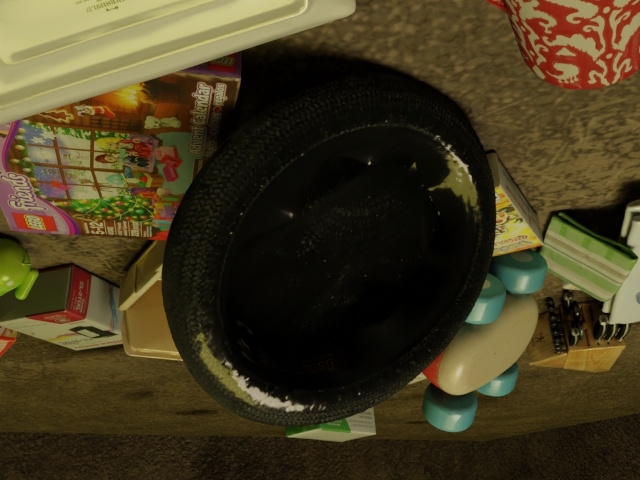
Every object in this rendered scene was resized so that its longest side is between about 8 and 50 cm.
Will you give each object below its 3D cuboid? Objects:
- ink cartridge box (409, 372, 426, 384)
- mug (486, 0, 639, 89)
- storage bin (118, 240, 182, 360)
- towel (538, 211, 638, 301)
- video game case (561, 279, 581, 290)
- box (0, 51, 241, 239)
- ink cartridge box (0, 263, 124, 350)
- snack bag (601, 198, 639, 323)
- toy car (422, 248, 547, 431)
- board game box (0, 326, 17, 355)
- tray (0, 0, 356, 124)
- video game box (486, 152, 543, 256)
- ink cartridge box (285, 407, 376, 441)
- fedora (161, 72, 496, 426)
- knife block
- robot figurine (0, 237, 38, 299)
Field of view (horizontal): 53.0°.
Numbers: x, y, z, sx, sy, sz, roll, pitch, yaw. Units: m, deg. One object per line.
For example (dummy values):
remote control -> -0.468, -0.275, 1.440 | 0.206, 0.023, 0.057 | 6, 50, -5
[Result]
ink cartridge box -> 0.111, 0.252, 1.321 | 0.159, 0.092, 0.218 | 9, 156, -25
mug -> 0.135, -0.176, 0.364 | 0.113, 0.150, 0.169 | -46, 150, 6
storage bin -> -0.109, 0.078, 0.861 | 0.261, 0.123, 0.262 | 11, 153, -29
towel -> 0.343, 0.022, 0.837 | 0.113, 0.023, 0.152 | 32, 164, 21
video game case -> 0.510, 0.034, 0.941 | 0.207, 0.026, 0.227 | 7, 155, -20
box -> -0.187, -0.084, 0.562 | 0.201, 0.057, 0.293 | 4, 155, -13
ink cartridge box -> -0.368, 0.105, 0.961 | 0.128, 0.072, 0.175 | -11, 155, 17
snack bag -> 0.546, 0.003, 0.812 | 0.343, 0.037, 0.323 | -14, 147, 12
toy car -> 0.164, 0.100, 0.923 | 0.210, 0.238, 0.219 | -22, 128, -40
board game box -> -0.629, 0.154, 1.082 | 0.194, 0.045, 0.147 | 13, 152, -32
tray -> -0.122, -0.148, 0.371 | 0.271, 0.030, 0.145 | -15, 138, 8
video game box -> 0.137, -0.018, 0.762 | 0.205, 0.048, 0.187 | -15, 155, 28
ink cartridge box -> 0.012, 0.244, 1.151 | 0.087, 0.208, 0.153 | -26, 148, 37
fedora -> 0.000, 0.000, 0.596 | 0.334, 0.333, 0.152 | 15, -175, -35
knife block -> 0.502, 0.162, 1.156 | 0.276, 0.088, 0.242 | 12, 153, -28
robot figurine -> -0.410, 0.036, 0.805 | 0.115, 0.067, 0.101 | -22, 144, 37
